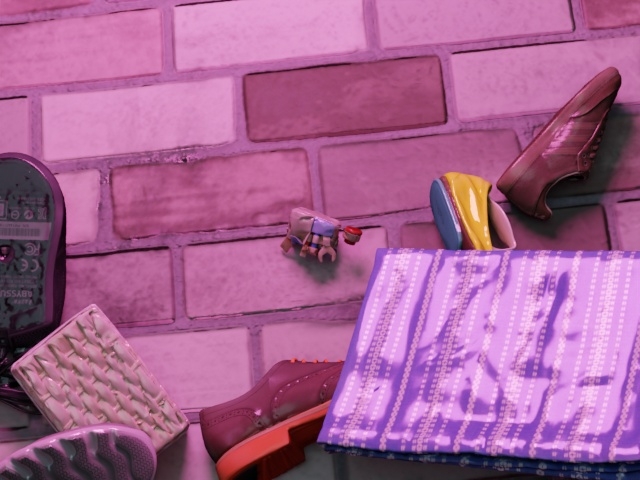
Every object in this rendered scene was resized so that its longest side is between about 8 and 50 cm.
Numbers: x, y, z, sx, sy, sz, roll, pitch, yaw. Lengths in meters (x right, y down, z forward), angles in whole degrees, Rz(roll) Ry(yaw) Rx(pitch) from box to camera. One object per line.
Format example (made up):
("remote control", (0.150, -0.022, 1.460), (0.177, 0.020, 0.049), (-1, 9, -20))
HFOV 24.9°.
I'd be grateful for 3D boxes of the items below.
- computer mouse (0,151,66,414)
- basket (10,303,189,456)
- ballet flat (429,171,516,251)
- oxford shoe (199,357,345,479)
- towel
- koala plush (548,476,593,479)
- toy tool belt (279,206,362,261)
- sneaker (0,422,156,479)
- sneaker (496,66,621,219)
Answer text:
("computer mouse", (-0.339, 0.044, 1.544), (0.188, 0.072, 0.272), (6, 81, 4))
("basket", (-0.219, 0.156, 1.443), (0.113, 0.103, 0.167), (-39, 90, -11))
("ballet flat", (0.168, 0.024, 1.497), (0.077, 0.077, 0.231), (2, 53, -13))
("oxford shoe", (0.003, 0.147, 1.463), (0.271, 0.097, 0.098), (-27, 62, -7))
("towel", (0.176, 0.102, 1.345), (0.336, 0.040, 0.243), (0, 53, 26))
("koala plush", (0.251, 0.170, 1.396), (0.196, 0.203, 0.221), (-37, 59, -11))
("toy tool belt", (0.000, 0.000, 1.548), (0.083, 0.052, 0.051), (21, 103, 15))
("sneaker", (-0.284, 0.238, 1.364), (0.281, 0.115, 0.105), (-25, 104, 7))
("sneaker", (0.272, -0.103, 1.566), (0.071, 0.066, 0.188), (43, 82, 1))
